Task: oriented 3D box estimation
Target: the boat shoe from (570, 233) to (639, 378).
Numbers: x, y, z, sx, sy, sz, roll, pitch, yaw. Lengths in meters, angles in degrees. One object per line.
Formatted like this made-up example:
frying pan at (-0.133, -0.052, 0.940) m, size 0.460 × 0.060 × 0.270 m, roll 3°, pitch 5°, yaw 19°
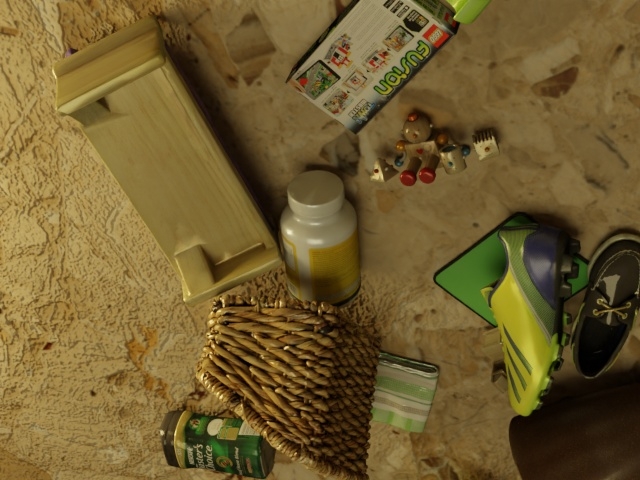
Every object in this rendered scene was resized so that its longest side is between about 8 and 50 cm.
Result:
boat shoe at (0.383, 0.090, 1.722) m, size 0.081 × 0.069 × 0.228 m, roll 9°, pitch 134°, yaw 3°

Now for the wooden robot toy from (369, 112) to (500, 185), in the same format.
wooden robot toy at (0.131, -0.120, 1.624) m, size 0.173 × 0.076 × 0.079 m, roll -9°, pitch 117°, yaw 25°

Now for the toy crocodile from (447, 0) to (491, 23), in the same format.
toy crocodile at (0.058, -0.366, 1.395) m, size 0.340 × 0.105 × 0.115 m, roll 42°, pitch 130°, yaw -19°

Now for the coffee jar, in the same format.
coffee jar at (-0.170, 0.332, 2.131) m, size 0.184 × 0.079 × 0.096 m, roll 5°, pitch 132°, yaw 16°

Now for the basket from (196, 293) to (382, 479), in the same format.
basket at (-0.055, 0.212, 1.800) m, size 0.213 × 0.223 × 0.299 m, roll 3°, pitch 167°, yaw 17°

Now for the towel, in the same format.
towel at (0.115, 0.234, 1.981) m, size 0.113 × 0.023 × 0.152 m, roll 15°, pitch 134°, yaw 7°

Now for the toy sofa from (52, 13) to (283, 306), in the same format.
toy sofa at (-0.194, -0.109, 1.712) m, size 0.150 × 0.177 × 0.362 m, roll -25°, pitch 122°, yaw 7°

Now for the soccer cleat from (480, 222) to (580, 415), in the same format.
soccer cleat at (0.270, 0.103, 1.738) m, size 0.121 × 0.093 × 0.289 m, roll 13°, pitch 123°, yaw 17°

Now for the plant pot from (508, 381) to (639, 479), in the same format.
plant pot at (0.418, 0.291, 1.822) m, size 0.230 × 0.215 × 0.215 m, roll -33°, pitch 115°, yaw 22°

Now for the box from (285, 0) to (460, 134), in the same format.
box at (0.060, -0.226, 1.570) m, size 0.114 × 0.036 × 0.207 m, roll 35°, pitch 133°, yaw -14°

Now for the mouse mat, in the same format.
mouse mat at (0.264, 0.049, 1.773) m, size 0.152 × 0.007 × 0.189 m, roll 37°, pitch 133°, yaw -15°

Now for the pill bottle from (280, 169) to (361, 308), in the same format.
pill bottle at (0.000, 0.000, 1.752) m, size 0.103 × 0.103 × 0.184 m, roll 7°, pitch 133°, yaw 13°

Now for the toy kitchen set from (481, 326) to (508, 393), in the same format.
toy kitchen set at (0.277, 0.168, 1.827) m, size 0.075 × 0.068 × 0.083 m, roll -24°, pitch 127°, yaw 33°
